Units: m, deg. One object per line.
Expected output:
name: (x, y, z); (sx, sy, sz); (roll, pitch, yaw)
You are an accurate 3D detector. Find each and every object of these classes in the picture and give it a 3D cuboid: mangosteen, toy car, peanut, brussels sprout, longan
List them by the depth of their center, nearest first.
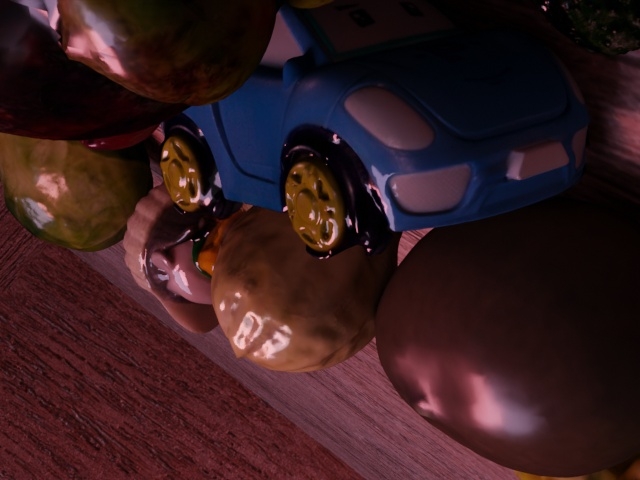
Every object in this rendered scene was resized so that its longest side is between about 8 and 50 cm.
mangosteen: (-0.122, -0.189, 0.527); (0.311, 0.311, 0.311); (39, 165, 12)
toy car: (0.025, -0.093, 0.663); (0.314, 0.198, 0.166); (17, 119, 55)
longan: (0.146, 0.061, 0.713); (0.220, 0.197, 0.196); (2, 139, 51)
peanut: (0.000, 0.000, 0.852); (0.146, 0.306, 0.147); (6, 122, 9)
brussels sprout: (-0.362, -0.118, 1.501); (0.271, 0.210, 0.219); (52, -172, 5)

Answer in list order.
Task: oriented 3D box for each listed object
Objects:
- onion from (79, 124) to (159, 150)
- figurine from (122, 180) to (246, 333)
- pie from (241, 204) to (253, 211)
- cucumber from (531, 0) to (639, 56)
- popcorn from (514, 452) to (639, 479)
onion: (-0.212, -0.203, 0.960); (0.248, 0.161, 0.248); (39, 155, 22)
figurine: (-0.117, -0.003, 1.314); (0.332, 0.185, 0.205); (-24, 81, 55)
pie: (-0.057, -0.106, 0.959); (0.068, 0.129, 0.282); (-3, 162, 0)
cucumber: (0.091, -0.168, 0.463); (0.067, 0.067, 0.245); (23, 154, 51)
popcorn: (0.278, 0.230, 0.803); (0.270, 0.224, 0.257); (29, 179, -44)
